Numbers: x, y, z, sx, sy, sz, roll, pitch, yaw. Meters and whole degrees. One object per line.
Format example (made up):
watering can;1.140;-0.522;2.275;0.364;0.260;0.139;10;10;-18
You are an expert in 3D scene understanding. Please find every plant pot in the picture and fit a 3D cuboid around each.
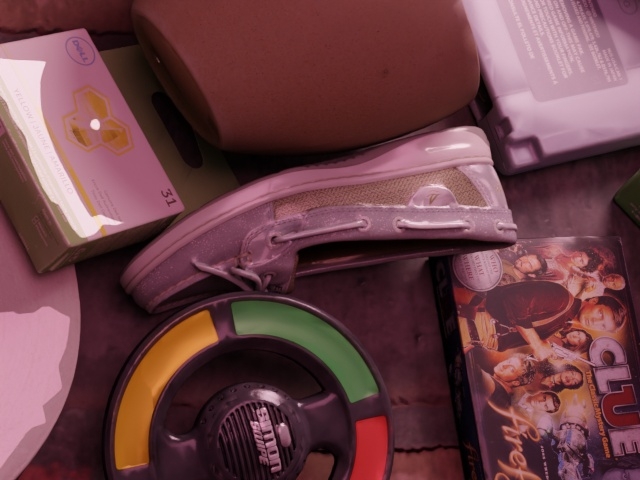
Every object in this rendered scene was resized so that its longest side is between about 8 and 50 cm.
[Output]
plant pot;-0.035;-0.175;1.540;0.191;0.284;0.284;-34;83;-12

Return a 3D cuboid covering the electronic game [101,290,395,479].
electronic game;-0.052;0.152;1.485;0.229;0.048;0.229;1;87;-18

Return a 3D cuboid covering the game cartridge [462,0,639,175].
game cartridge;0.199;-0.212;1.743;0.198;0.062;0.297;-11;74;-27

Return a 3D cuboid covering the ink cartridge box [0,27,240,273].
ink cartridge box;-0.158;-0.082;1.523;0.235;0.056;0.171;-19;76;-45

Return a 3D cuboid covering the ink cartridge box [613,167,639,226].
ink cartridge box;0.400;-0.047;1.619;0.201;0.278;0.117;47;62;3

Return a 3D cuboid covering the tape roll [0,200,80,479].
tape roll;-0.370;0.054;1.432;0.392;0.072;0.392;7;67;-16

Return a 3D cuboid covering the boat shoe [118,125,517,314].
boat shoe;0.001;0.000;1.547;0.320;0.118;0.103;-17;78;-19

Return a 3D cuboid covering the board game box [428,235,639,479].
board game box;0.189;0.117;1.614;0.165;0.042;0.243;-2;70;-20
